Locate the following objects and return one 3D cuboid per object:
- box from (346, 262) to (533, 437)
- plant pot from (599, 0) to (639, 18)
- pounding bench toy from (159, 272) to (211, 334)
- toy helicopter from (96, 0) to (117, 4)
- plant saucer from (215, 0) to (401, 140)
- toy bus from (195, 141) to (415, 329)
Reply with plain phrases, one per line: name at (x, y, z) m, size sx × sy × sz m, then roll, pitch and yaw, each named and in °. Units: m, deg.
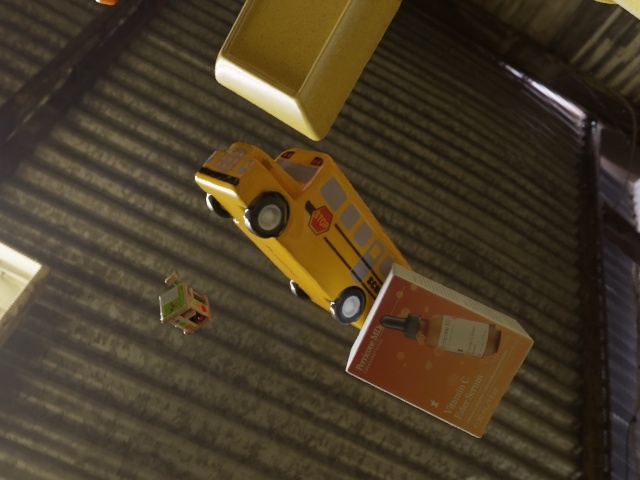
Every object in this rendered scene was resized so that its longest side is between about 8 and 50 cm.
box at (0.135, 0.124, 0.659) m, size 0.170 × 0.130 × 0.091 m, roll 25°, pitch -171°, yaw 4°
plant pot at (0.349, -0.295, 0.487) m, size 0.254 × 0.254 × 0.239 m, roll 2°, pitch -126°, yaw -22°
pounding bench toy at (-0.216, 0.098, 0.895) m, size 0.065 × 0.052 × 0.083 m, roll 43°, pitch -158°, yaw -48°
toy helicopter at (-0.404, -0.577, 0.890) m, size 0.140 × 0.235 × 0.355 m, roll -3°, pitch -117°, yaw -33°
plant saucer at (-0.055, -0.424, 1.138) m, size 0.333 × 0.333 × 0.081 m, roll 35°, pitch -168°, yaw 25°
toy bus at (0.000, 0.000, 0.702) m, size 0.130 × 0.108 × 0.333 m, roll -50°, pitch -52°, yaw -13°
